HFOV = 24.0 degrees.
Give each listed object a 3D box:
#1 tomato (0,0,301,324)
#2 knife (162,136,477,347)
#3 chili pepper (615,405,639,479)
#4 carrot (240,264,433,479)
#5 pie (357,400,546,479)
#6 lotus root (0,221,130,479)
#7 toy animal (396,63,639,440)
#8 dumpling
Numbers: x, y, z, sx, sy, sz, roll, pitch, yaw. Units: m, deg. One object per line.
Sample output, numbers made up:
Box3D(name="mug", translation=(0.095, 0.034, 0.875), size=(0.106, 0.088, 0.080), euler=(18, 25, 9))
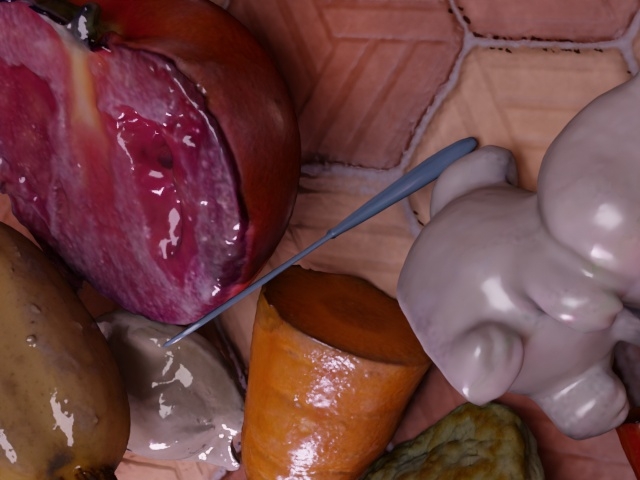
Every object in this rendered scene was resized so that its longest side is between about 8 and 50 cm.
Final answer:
Box3D(name="tomato", translation=(-0.151, -0.094, 1.329), size=(0.335, 0.176, 0.290), euler=(22, 128, 28))
Box3D(name="knife", translation=(0.000, 0.000, 1.244), size=(0.313, 0.044, 0.019), euler=(-33, 94, -11))
Box3D(name="chili pepper", translation=(0.300, 0.205, 1.190), size=(0.088, 0.065, 0.169), euler=(-21, 94, 3))
Box3D(name="carrot", translation=(-0.010, 0.146, 1.296), size=(0.159, 0.159, 0.225), euler=(34, 118, 20))
Box3D(name="pie", translation=(0.086, 0.250, 1.257), size=(0.248, 0.201, 0.090), euler=(-37, 117, 27))
Box3D(name="lotus root", translation=(-0.263, 0.124, 1.312), size=(0.169, 0.151, 0.343), euler=(-34, 64, -9))
Box3D(name="toy animal", translation=(0.220, -0.040, 1.125), size=(0.367, 0.196, 0.241), euler=(-45, 47, 29))
Box3D(name="dumpling", translation=(-0.141, 0.130, 1.377), size=(0.199, 0.118, 0.136), euler=(36, 124, 6))
